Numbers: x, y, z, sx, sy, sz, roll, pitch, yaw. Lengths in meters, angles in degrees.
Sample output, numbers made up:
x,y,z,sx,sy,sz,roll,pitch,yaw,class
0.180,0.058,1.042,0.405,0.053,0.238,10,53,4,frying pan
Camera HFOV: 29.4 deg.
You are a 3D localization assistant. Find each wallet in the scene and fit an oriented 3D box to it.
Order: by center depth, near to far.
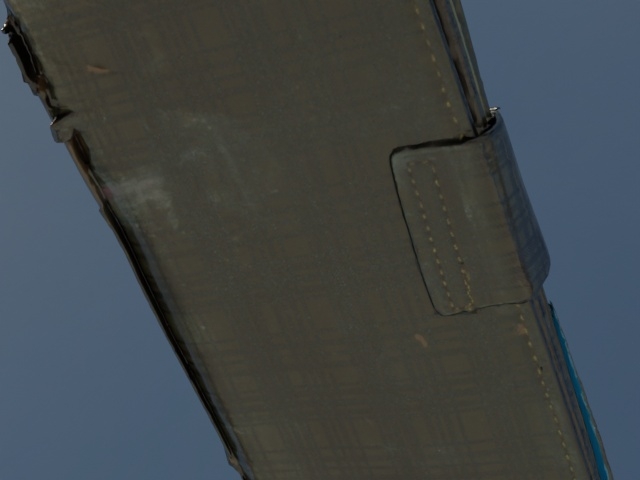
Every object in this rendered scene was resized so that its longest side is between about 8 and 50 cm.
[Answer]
x,y,z,sx,sy,sz,roll,pitch,yaw,class
0.000,0.000,0.475,0.169,0.044,0.317,-11,-62,24,wallet
